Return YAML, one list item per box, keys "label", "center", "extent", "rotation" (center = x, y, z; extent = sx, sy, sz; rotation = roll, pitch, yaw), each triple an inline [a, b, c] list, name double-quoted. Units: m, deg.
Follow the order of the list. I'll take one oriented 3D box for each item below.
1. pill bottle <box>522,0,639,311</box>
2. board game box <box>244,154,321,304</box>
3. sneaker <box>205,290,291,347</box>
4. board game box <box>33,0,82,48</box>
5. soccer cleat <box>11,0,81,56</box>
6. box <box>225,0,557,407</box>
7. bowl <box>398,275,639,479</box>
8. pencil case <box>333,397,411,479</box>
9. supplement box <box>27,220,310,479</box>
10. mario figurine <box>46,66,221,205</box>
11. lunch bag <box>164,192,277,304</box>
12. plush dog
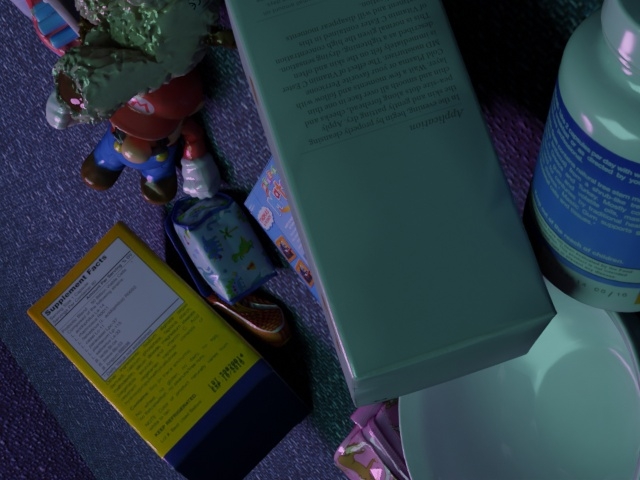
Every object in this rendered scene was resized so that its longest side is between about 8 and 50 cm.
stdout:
- label: "pill bottle"
  center: [0.242, -0.081, 1.030]
  extent: [0.152, 0.152, 0.272]
  rotation: [43, 152, 25]
- label: "board game box"
  center: [0.000, 0.000, 1.682]
  extent: [0.211, 0.039, 0.160]
  rotation: [52, 154, 7]
- label: "sneaker"
  center: [-0.111, 0.094, 1.965]
  extent: [0.175, 0.064, 0.067]
  rotation: [40, 161, 36]
- label: "board game box"
  center: [-0.416, -0.439, 1.617]
  extent: [0.390, 0.050, 0.390]
  rotation: [62, -178, 13]
- label: "soccer cleat"
  center: [-0.379, -0.329, 1.936]
  extent: [0.248, 0.083, 0.095]
  rotation: [43, -179, 16]
- label: "box"
  center: [0.053, -0.054, 1.190]
  extent: [0.215, 0.168, 0.345]
  rotation: [80, 172, -77]
- label: "bowl"
  center: [0.222, 0.160, 1.310]
  extent: [0.298, 0.134, 0.298]
  rotation: [-5, 84, 49]
- label: "pencil case"
  center: [0.181, 0.336, 1.626]
  extent: [0.386, 0.160, 0.167]
  rotation: [48, 145, 18]
- label: "supplement box"
  center: [-0.218, 0.174, 2.031]
  extent: [0.356, 0.194, 0.195]
  rotation: [42, 173, 28]
- label: "mario figurine"
  center: [-0.237, -0.120, 1.789]
  extent: [0.170, 0.198, 0.320]
  rotation: [64, 161, 13]
- label: "lunch bag"
  center: [-0.142, 0.006, 1.886]
  extent: [0.129, 0.096, 0.151]
  rotation: [62, 167, -18]
- label: "plush dog"
  center: [-0.205, -0.285, 1.594]
  extent: [0.225, 0.210, 0.262]
  rotation: [54, 137, 44]
